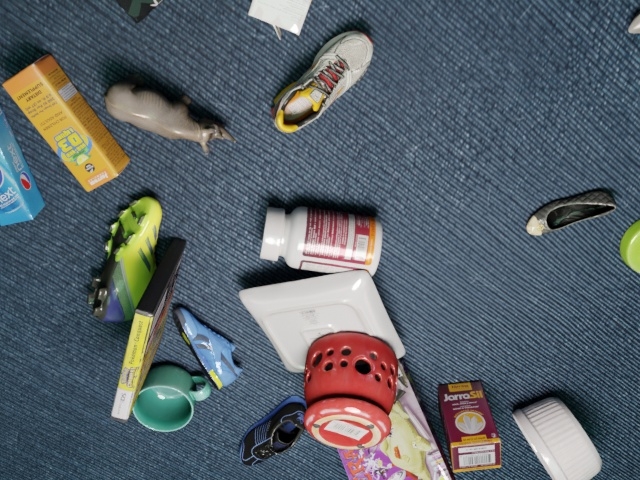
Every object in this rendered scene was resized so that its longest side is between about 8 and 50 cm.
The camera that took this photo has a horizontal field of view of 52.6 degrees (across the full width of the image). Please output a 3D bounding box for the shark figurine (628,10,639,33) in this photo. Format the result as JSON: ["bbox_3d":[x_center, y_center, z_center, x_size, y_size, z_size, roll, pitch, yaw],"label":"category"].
[{"bbox_3d":[0.605,-0.469,1.023,0.166,0.116,0.278,-3,119,-1],"label":"shark figurine"}]

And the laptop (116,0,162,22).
[{"bbox_3d":[-0.279,-0.495,0.976,0.264,0.136,0.234,-35,112,15],"label":"laptop"}]

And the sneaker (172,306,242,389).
[{"bbox_3d":[-0.241,0.219,1.394,0.082,0.069,0.209,-35,107,-20],"label":"sneaker"}]

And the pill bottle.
[{"bbox_3d":[0.000,0.000,1.245,0.221,0.121,0.121,9,117,-6],"label":"pill bottle"}]

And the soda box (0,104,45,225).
[{"bbox_3d":[-0.588,-0.138,1.190,0.067,0.071,0.210,-12,117,5],"label":"soda box"}]

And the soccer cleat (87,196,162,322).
[{"bbox_3d":[-0.368,0.040,1.293,0.121,0.093,0.289,10,116,-41],"label":"soccer cleat"}]

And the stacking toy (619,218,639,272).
[{"bbox_3d":[0.775,0.027,1.270,0.279,0.130,0.309,-39,111,17],"label":"stacking toy"}]

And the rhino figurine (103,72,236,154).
[{"bbox_3d":[-0.264,-0.217,1.136,0.243,0.106,0.073,22,115,-12],"label":"rhino figurine"}]

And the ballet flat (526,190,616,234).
[{"bbox_3d":[0.488,-0.053,1.267,0.173,0.049,0.057,-22,115,10],"label":"ballet flat"}]

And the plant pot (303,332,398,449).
[{"bbox_3d":[0.055,0.306,1.281,0.191,0.174,0.191,5,137,5],"label":"plant pot"}]

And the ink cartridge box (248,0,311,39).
[{"bbox_3d":[-0.057,-0.407,1.050,0.090,0.092,0.143,19,115,-10],"label":"ink cartridge box"}]

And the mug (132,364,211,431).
[{"bbox_3d":[-0.325,0.341,1.427,0.158,0.097,0.129,12,116,-8],"label":"mug"}]

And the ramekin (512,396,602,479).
[{"bbox_3d":[0.532,0.451,1.448,0.109,0.207,0.207,-31,114,4],"label":"ramekin"}]

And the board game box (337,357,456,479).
[{"bbox_3d":[0.137,0.423,1.390,0.208,0.056,0.347,-28,74,15],"label":"board game box"}]

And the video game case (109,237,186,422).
[{"bbox_3d":[-0.324,0.161,1.235,0.035,0.275,0.248,17,116,-7],"label":"video game case"}]

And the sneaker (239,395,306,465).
[{"bbox_3d":[-0.114,0.460,1.496,0.081,0.090,0.232,33,112,-17],"label":"sneaker"}]

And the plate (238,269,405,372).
[{"bbox_3d":[0.005,0.183,1.319,0.277,0.045,0.278,-10,131,19],"label":"plate"}]

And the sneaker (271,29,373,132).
[{"bbox_3d":[0.006,-0.266,1.124,0.088,0.092,0.225,40,109,-19],"label":"sneaker"}]

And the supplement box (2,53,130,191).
[{"bbox_3d":[-0.447,-0.206,1.155,0.078,0.080,0.233,-27,117,14],"label":"supplement box"}]

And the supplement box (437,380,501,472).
[{"bbox_3d":[0.323,0.404,1.420,0.104,0.188,0.080,-7,119,4],"label":"supplement box"}]
